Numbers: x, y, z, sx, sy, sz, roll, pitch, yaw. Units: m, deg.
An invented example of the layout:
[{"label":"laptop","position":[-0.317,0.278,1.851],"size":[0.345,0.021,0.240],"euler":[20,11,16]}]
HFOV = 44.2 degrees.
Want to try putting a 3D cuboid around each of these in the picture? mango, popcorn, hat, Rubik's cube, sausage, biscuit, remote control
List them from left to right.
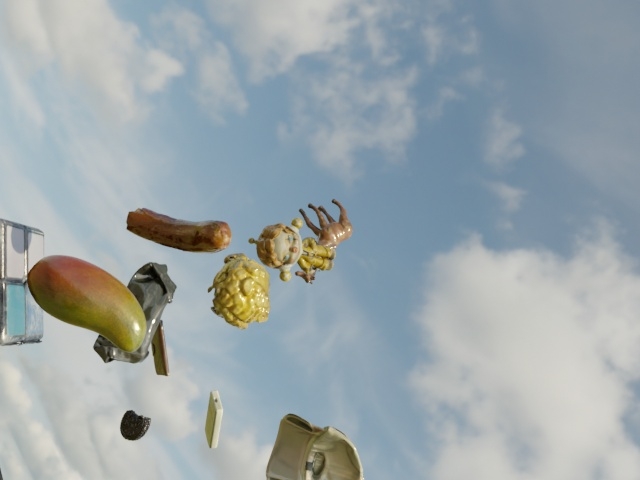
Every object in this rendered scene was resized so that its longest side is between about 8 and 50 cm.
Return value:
[{"label":"Rubik's cube","position":[-0.902,0.112,2.000],"size":[0.316,0.314,0.318],"euler":[103,-15,-83]},{"label":"mango","position":[-0.508,0.129,1.743],"size":[0.289,0.146,0.129],"euler":[28,-49,-10]},{"label":"biscuit","position":[-0.460,0.455,1.956],"size":[0.027,0.089,0.087],"euler":[37,22,-49]},{"label":"sausage","position":[-0.335,-0.019,1.902],"size":[0.302,0.076,0.102],"euler":[11,-28,27]},{"label":"remote control","position":[-0.330,0.557,2.436],"size":[0.087,0.029,0.190],"euler":[-117,-148,-48]},{"label":"popcorn","position":[-0.244,0.160,2.415],"size":[0.250,0.190,0.250],"euler":[-2,90,-84]},{"label":"hat","position":[-0.019,0.543,1.931],"size":[0.226,0.164,0.219],"euler":[13,-95,59]}]

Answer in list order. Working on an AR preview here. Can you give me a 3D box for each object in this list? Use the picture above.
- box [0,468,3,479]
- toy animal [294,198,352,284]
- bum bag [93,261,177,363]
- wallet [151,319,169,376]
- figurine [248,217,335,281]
[{"label":"box","position":[-0.604,0.391,1.302],"size":[0.290,0.073,0.288],"euler":[56,-48,33]},{"label":"toy animal","position":[0.000,0.000,2.121],"size":[0.229,0.224,0.066],"euler":[65,-32,23]},{"label":"bum bag","position":[-0.492,0.203,2.149],"size":[0.142,0.326,0.080],"euler":[32,-28,-13]},{"label":"wallet","position":[-0.512,0.340,2.490],"size":[0.095,0.026,0.176],"euler":[-12,-94,57]},{"label":"figurine","position":[-0.043,0.013,1.324],"size":[0.068,0.143,0.101],"euler":[4,-76,62]}]
